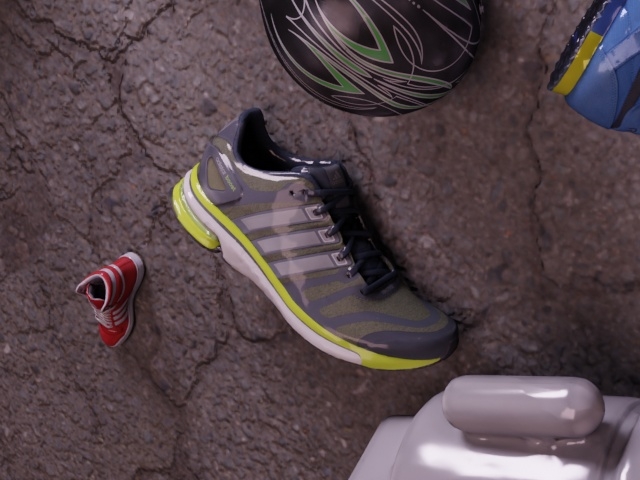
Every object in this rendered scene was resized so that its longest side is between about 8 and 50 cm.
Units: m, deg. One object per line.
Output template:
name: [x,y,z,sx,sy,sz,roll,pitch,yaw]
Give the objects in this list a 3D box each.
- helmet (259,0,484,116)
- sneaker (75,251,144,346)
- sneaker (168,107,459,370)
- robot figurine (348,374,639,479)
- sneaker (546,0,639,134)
helmet: [0.039,-0.175,0.912,0.169,0.169,0.161,-42,66,38]
sneaker: [-0.225,0.071,1.238,0.042,0.067,0.118,31,123,21]
sneaker: [0.000,0.000,1.036,0.300,0.111,0.121,36,121,14]
robot figurine: [0.192,0.219,0.932,0.353,0.200,0.300,0,132,34]
sneaker: [0.222,-0.157,0.720,0.082,0.069,0.209,29,122,1]
